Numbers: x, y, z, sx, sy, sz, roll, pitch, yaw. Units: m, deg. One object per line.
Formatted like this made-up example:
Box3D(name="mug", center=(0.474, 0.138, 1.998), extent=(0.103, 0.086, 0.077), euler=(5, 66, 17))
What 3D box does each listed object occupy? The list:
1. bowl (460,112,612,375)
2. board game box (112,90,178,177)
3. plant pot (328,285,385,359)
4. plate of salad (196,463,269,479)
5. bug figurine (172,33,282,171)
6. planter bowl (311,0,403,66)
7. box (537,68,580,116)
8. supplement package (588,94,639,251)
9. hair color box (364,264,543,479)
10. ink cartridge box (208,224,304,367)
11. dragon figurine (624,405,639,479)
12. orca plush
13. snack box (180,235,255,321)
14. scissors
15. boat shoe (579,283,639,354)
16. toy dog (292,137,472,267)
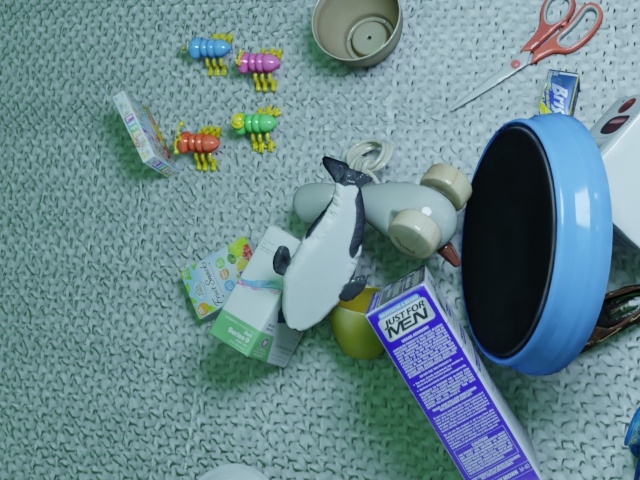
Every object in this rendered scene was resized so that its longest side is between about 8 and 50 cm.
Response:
Box3D(name="bowl", center=(0.304, 0.004, 1.501), extent=(0.077, 0.391, 0.390), euler=(4, 77, -12))
Box3D(name="board game box", center=(-0.330, -0.200, 1.909), extent=(0.026, 0.103, 0.154), euler=(-31, 70, 10))
Box3D(name="plant pot", center=(0.073, 0.142, 1.691), extent=(0.134, 0.134, 0.095), euler=(14, 109, 21))
Box3D(name="plate of salad", center=(-0.152, 0.482, 1.720), extent=(0.200, 0.048, 0.199), euler=(-9, 65, 21))
Box3D(name="bug figurine", center=(-0.175, -0.273, 1.891), extent=(0.216, 0.072, 0.278), euler=(0, 77, 19))
Box3D(name="planter bowl", center=(0.077, -0.379, 1.809), extent=(0.162, 0.109, 0.162), euler=(-4, 77, 18))
Box3D(name="box", center=(0.389, -0.196, 1.687), extent=(0.054, 0.059, 0.168), euler=(12, 82, 19))
Box3D(name="supplement package", center=(0.474, -0.105, 1.538), extent=(0.149, 0.203, 0.194), euler=(41, 93, -4))
Box3D(name="hair color box", center=(0.200, 0.215, 1.527), extent=(0.110, 0.185, 0.338), euler=(-29, 92, 9))
Box3D(name="ink cartridge box", center=(-0.075, 0.097, 1.723), extent=(0.093, 0.154, 0.212), euler=(26, 87, 26))
Box3D(name="dragon figurine", center=(0.502, 0.282, 1.491), extent=(0.085, 0.144, 0.289), euler=(23, 86, 22))
Box3D(name="orca plush", center=(0.000, 0.000, 1.615), extent=(0.151, 0.102, 0.287), euler=(2, 113, -4))
Box3D(name="snack box", center=(-0.172, 0.070, 1.827), extent=(0.141, 0.037, 0.100), euler=(-29, 69, 11))
Box3D(name="scissors", center=(0.359, -0.308, 1.744), extent=(0.109, 0.021, 0.297), euler=(43, 92, 20))
Box3D(name="boat shoe", center=(0.431, 0.125, 1.592), extent=(0.207, 0.073, 0.073), euler=(-31, 71, 11))
Box3D(name="toy dog", center=(0.117, -0.029, 1.681), extent=(0.220, 0.161, 0.334), euler=(-37, 32, -15))
